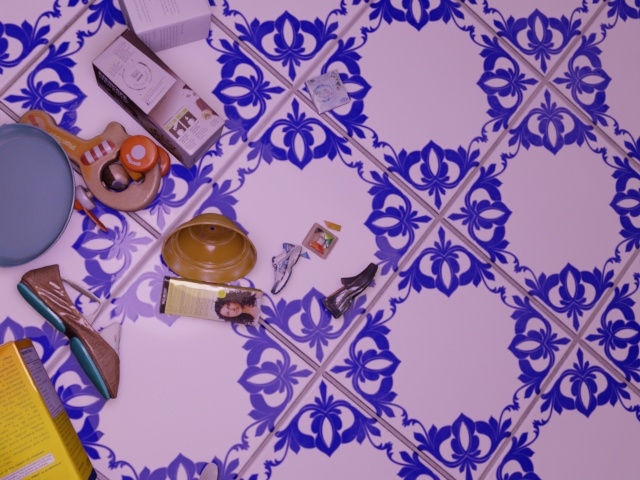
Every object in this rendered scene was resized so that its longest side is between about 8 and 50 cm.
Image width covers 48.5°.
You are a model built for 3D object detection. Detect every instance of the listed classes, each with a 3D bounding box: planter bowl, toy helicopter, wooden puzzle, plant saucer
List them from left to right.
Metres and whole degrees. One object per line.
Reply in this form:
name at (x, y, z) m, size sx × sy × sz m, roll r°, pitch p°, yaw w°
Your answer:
plant saucer at (-0.668, -0.097, 1.560) m, size 0.317 × 0.043 × 0.318 m, roll -2°, pitch 83°, yaw 15°
toy helicopter at (-0.538, -0.178, 1.629) m, size 0.355 × 0.140 × 0.235 m, roll 29°, pitch 88°, yaw 2°
planter bowl at (-0.254, 0.001, 1.648) m, size 0.217 × 0.217 × 0.090 m, roll 8°, pitch 48°, yaw -12°
wooden puzzle at (0.000, 0.000, 1.767) m, size 0.078 × 0.014 × 0.116 m, roll 27°, pitch 80°, yaw -8°

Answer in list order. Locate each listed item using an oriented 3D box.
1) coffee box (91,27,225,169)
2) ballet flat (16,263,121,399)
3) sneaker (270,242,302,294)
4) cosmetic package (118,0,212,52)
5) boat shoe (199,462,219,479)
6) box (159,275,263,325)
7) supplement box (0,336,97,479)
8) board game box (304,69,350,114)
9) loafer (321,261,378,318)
coffee box at (-0.371, -0.319, 1.638) m, size 0.297 × 0.168 × 0.119 m, roll 44°, pitch 77°, yaw -6°
ballet flat at (-0.529, 0.191, 1.596) m, size 0.124 × 0.116 × 0.342 m, roll -39°, pitch 90°, yaw -32°
sneaker at (-0.096, 0.066, 1.727) m, size 0.058 × 0.052 × 0.135 m, roll 24°, pitch 75°, yaw 3°
cosmetic package at (-0.368, -0.549, 1.670) m, size 0.183 × 0.151 × 0.152 m, roll -20°, pitch 89°, yaw -14°
boat shoe at (-0.256, 0.578, 1.642) m, size 0.046 × 0.038 × 0.125 m, roll 1°, pitch 75°, yaw 30°
box at (-0.256, 0.141, 1.668) m, size 0.232 × 0.058 × 0.087 m, roll 8°, pitch 94°, yaw -11°
supplement box at (-0.642, 0.406, 1.493) m, size 0.195 × 0.194 × 0.357 m, roll -26°, pitch 90°, yaw -14°
board game box at (0.017, -0.376, 1.805) m, size 0.090 × 0.020 × 0.090 m, roll -24°, pitch 89°, yaw -14°
loafer at (0.074, 0.112, 1.750) m, size 0.061 × 0.062 × 0.170 m, roll 43°, pitch 76°, yaw -1°
